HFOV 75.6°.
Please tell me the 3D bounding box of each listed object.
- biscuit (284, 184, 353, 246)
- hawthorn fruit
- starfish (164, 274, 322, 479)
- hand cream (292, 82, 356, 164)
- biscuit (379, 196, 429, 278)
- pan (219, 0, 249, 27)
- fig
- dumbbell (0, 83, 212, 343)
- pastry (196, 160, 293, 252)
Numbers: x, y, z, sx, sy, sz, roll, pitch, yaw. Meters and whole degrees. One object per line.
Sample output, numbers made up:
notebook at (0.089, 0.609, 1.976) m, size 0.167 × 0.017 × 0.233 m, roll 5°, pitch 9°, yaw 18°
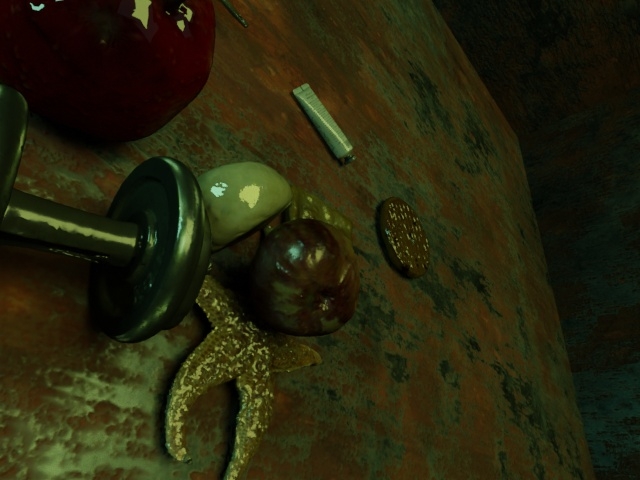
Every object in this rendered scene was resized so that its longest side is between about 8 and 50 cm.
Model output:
biscuit at (0.000, 0.000, 0.760) m, size 0.184 × 0.039 × 0.173 m, roll 23°, pitch 54°, yaw -42°
hawthorn fruit at (-0.203, -0.229, 0.445) m, size 0.210 × 0.266 × 0.230 m, roll 60°, pitch 37°, yaw -42°
starfish at (-0.086, 0.150, 0.563) m, size 0.303 × 0.060 × 0.298 m, roll -10°, pitch 78°, yaw -53°
hand cream at (0.010, -0.252, 0.902) m, size 0.194 × 0.042 × 0.067 m, roll 53°, pitch 47°, yaw -11°
biscuit at (0.208, -0.009, 1.025) m, size 0.212 × 0.036 × 0.211 m, roll 28°, pitch 51°, yaw -41°
pan at (-0.220, -0.448, 0.700) m, size 0.128 × 0.048 × 0.201 m, roll -26°, pitch 92°, yaw -52°
fig at (-0.021, 0.028, 0.579) m, size 0.230 × 0.143 × 0.160 m, roll -90°, pitch 158°, yaw -63°
dumbbell at (-0.223, -0.010, 0.361) m, size 0.290 × 0.192 × 0.191 m, roll 20°, pitch 58°, yaw -45°
pastry at (-0.114, -0.047, 0.546) m, size 0.156 × 0.157 × 0.091 m, roll -29°, pitch 95°, yaw -53°
